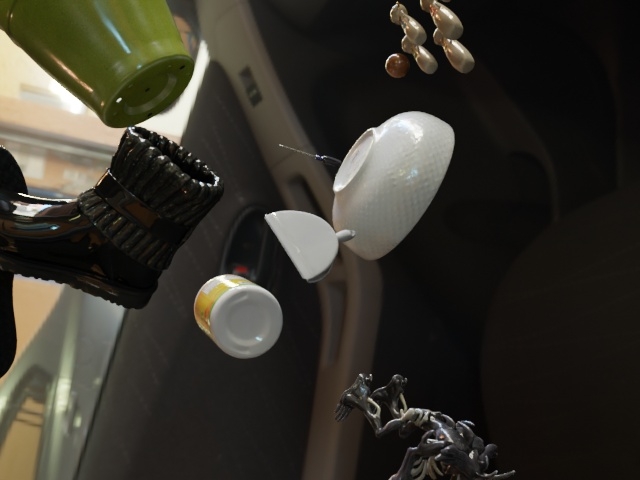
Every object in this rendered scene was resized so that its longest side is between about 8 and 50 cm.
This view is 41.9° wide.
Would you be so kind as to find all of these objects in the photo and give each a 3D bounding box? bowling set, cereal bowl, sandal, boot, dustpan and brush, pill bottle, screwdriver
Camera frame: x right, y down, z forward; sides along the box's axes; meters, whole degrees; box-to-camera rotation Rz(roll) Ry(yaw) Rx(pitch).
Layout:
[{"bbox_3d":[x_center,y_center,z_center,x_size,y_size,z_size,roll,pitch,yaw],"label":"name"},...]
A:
[{"bbox_3d":[0.211,-0.469,1.865,0.154,0.200,0.287,62,179,39],"label":"bowling set"},{"bbox_3d":[0.128,-0.134,1.775,0.339,0.141,0.339,-54,16,24],"label":"cereal bowl"},{"bbox_3d":[-0.584,0.046,1.368,0.107,0.167,0.445,27,118,29],"label":"sandal"},{"bbox_3d":[-0.346,-0.064,1.244,0.260,0.348,0.131,-56,28,26],"label":"boot"},{"bbox_3d":[0.000,0.000,1.531,0.147,0.211,0.060,57,139,16],"label":"dustpan and brush"},{"bbox_3d":[-0.170,0.139,1.628,0.246,0.136,0.136,-166,87,-71],"label":"pill bottle"},{"bbox_3d":[-0.027,-0.222,2.178,0.025,0.170,0.024,125,161,-84],"label":"screwdriver"}]

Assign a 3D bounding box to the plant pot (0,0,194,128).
[{"bbox_3d":[-0.468,-0.446,1.818,0.353,0.366,0.366,53,147,9],"label":"plant pot"}]

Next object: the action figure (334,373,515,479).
[{"bbox_3d":[0.156,0.314,1.263,0.276,0.164,0.141,32,108,43],"label":"action figure"}]
